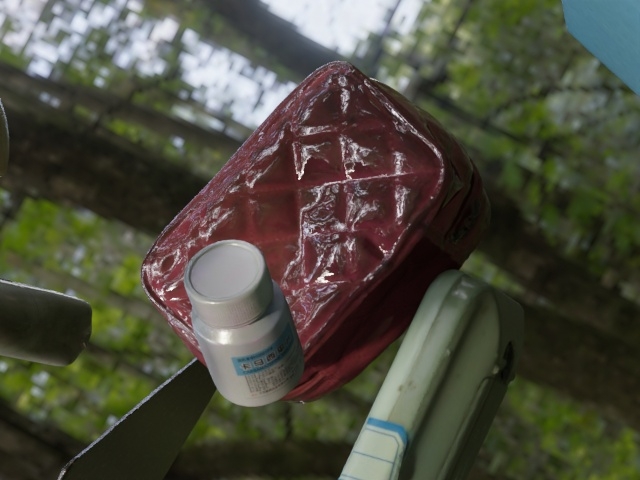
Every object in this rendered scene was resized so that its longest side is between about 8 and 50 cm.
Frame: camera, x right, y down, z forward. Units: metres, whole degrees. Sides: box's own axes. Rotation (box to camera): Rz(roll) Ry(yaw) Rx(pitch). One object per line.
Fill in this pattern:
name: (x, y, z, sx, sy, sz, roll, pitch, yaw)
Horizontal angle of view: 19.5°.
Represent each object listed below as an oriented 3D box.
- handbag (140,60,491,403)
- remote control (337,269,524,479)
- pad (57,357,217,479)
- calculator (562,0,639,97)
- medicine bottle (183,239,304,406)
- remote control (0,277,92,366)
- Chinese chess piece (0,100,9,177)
handbag: (0.000, 0.000, 1.245, 0.225, 0.146, 0.135, -48, -21, 3)
remote control: (0.049, 0.185, 1.253, 0.335, 0.066, 0.128, -65, -20, -2)
pad: (-0.147, 0.172, 1.345, 0.220, 0.004, 0.330, -59, -9, 26)
calculator: (0.196, -0.079, 0.847, 0.051, 0.293, 0.173, -40, -24, -7)
medicine bottle: (-0.041, 0.045, 0.992, 0.052, 0.052, 0.089, -58, -31, -32)
remote control: (-0.289, 0.077, 1.764, 0.229, 0.044, 0.073, 20, -92, -57)
Chinese chess piece: (-0.342, -0.052, 1.245, 0.273, 0.102, 0.273, -19, 0, 0)
